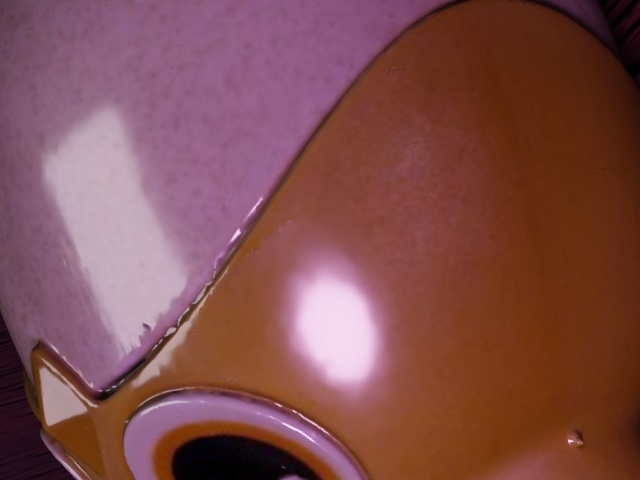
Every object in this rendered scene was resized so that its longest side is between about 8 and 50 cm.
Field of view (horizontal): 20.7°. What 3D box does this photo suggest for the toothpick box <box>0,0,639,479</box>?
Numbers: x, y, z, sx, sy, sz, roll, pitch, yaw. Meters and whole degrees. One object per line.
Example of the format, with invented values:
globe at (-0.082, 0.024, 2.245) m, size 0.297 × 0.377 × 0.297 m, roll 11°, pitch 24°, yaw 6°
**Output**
toothpick box at (0.000, 0.000, 1.045) m, size 0.425 × 0.409 × 0.409 m, roll 70°, pitch 160°, yaw 0°
